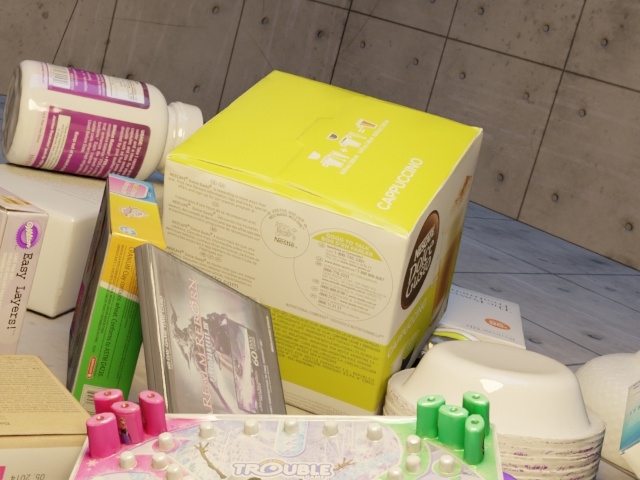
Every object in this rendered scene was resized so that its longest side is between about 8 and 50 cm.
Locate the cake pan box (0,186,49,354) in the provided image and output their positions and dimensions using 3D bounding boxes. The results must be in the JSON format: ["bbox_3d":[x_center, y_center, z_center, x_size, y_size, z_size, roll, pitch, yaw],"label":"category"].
[{"bbox_3d":[-0.445,0.039,1.274,0.267,0.245,0.070,22,11,35],"label":"cake pan box"}]

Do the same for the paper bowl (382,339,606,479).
[{"bbox_3d":[0.225,0.221,1.411,0.284,0.148,0.284,9,7,-1],"label":"paper bowl"}]

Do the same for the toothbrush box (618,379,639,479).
[{"bbox_3d":[0.501,0.278,1.394,0.216,0.126,0.295,53,20,4],"label":"toothbrush box"}]

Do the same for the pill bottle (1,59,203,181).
[{"bbox_3d":[-0.353,-0.185,1.781,0.302,0.169,0.169,9,14,-26],"label":"pill bottle"}]

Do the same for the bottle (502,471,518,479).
[{"bbox_3d":[0.172,0.294,1.177,0.283,0.118,0.092,21,58,27],"label":"bottle"}]

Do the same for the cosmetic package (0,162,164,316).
[{"bbox_3d":[-0.407,-0.026,1.781,0.230,0.161,0.453,18,13,13],"label":"cosmetic package"}]

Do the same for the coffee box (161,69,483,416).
[{"bbox_3d":[0.000,0.000,1.541,0.338,0.334,0.337,19,34,16],"label":"coffee box"}]

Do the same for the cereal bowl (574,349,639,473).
[{"bbox_3d":[0.552,0.263,1.705,0.339,0.141,0.339,13,13,-3],"label":"cereal bowl"}]

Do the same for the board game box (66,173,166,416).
[{"bbox_3d":[-0.261,0.067,1.370,0.064,0.242,0.316,13,13,-15],"label":"board game box"}]

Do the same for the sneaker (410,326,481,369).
[{"bbox_3d":[0.135,0.186,1.687,0.300,0.111,0.121,18,29,22],"label":"sneaker"}]

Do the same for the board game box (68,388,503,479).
[{"bbox_3d":[-0.039,0.243,0.881,0.390,0.050,0.390,0,26,4],"label":"board game box"}]

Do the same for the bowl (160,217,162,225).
[{"bbox_3d":[-0.244,0.045,1.791,0.080,0.170,0.170,-29,11,6],"label":"bowl"}]

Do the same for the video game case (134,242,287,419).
[{"bbox_3d":[-0.116,0.134,1.232,0.026,0.196,0.274,-19,-26,19],"label":"video game case"}]

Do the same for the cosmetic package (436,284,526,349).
[{"bbox_3d":[0.162,0.134,1.916,0.377,0.097,0.284,16,15,4],"label":"cosmetic package"}]

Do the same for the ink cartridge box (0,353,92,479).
[{"bbox_3d":[-0.362,0.187,1.082,0.235,0.088,0.193,7,17,-37],"label":"ink cartridge box"}]
